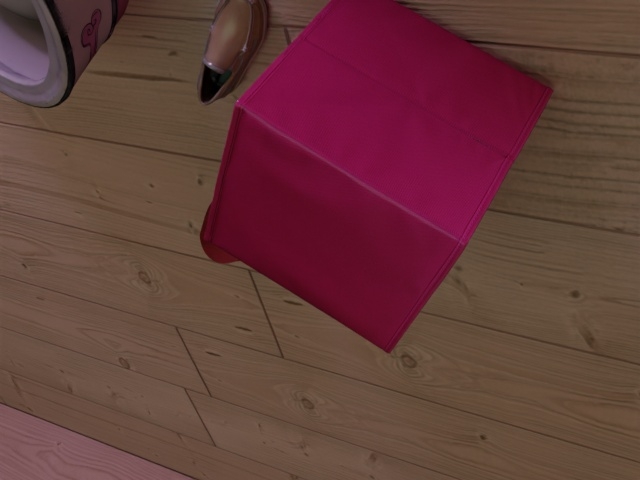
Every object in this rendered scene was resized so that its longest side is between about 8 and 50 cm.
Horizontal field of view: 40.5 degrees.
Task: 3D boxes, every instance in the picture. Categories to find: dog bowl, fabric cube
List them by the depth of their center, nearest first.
[{"bbox_3d":[0.058,-0.082,0.972,0.258,0.259,0.254,31,146,6],"label":"fabric cube"},{"bbox_3d":[-0.396,-0.364,1.027,0.408,0.150,0.408,32,152,19],"label":"dog bowl"}]

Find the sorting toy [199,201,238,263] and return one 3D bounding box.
[{"bbox_3d":[0.000,0.000,1.280,0.365,0.127,0.126,4,165,32],"label":"sorting toy"}]

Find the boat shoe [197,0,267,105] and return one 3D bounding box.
[{"bbox_3d":[-0.116,-0.236,1.081,0.068,0.072,0.190,30,145,5],"label":"boat shoe"}]
